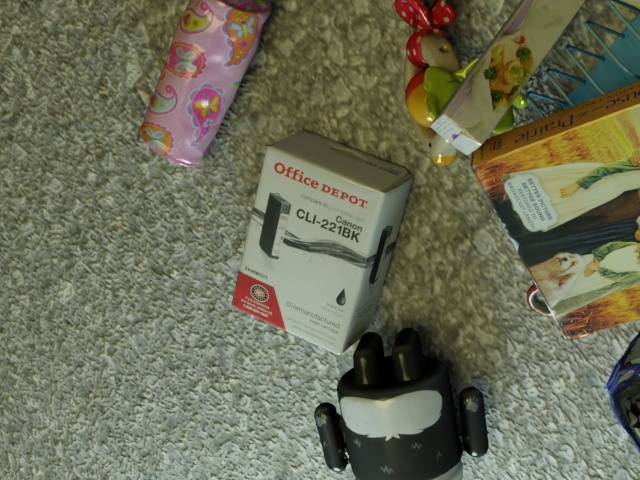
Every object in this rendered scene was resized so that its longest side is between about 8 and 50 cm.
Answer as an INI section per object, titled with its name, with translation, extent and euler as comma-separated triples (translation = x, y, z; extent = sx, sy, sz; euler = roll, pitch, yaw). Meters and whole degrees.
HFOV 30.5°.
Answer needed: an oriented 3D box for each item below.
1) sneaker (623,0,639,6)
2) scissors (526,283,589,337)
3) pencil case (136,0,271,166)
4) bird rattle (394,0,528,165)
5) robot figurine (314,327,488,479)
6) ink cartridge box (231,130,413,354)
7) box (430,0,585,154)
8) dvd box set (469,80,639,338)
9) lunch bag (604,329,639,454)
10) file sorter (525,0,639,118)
[sneaker]
translation = 0.509, -0.306, 1.386
extent = 0.321, 0.126, 0.128
euler = 23, 117, 18
[scissors]
translation = 0.350, 0.021, 1.567
extent = 0.109, 0.021, 0.297
euler = 27, 139, 17
[pencil case]
translation = -0.176, -0.251, 1.757
extent = 0.124, 0.124, 0.284
euler = 33, 119, 14
[bird rattle]
translation = 0.148, -0.217, 1.578
extent = 0.254, 0.143, 0.207
euler = 59, 155, 31
[robot figurine]
translation = 0.119, 0.274, 1.747
extent = 0.209, 0.173, 0.278
euler = 5, 110, 50
[ink cartridge box]
translation = 0.000, 0.000, 1.748
extent = 0.197, 0.114, 0.273
euler = 23, 114, 19
[box]
translation = 0.255, -0.251, 1.451
extent = 0.063, 0.067, 0.324
euler = 37, 78, -4
[dvd box set]
translation = 0.437, -0.057, 1.431
extent = 0.420, 0.062, 0.308
euler = -19, 120, 25
[lunch bag]
translation = 0.548, 0.221, 1.419
extent = 0.385, 0.328, 0.239
euler = 33, 113, 16
[file sorter]
translation = 0.362, -0.204, 1.480
extent = 0.170, 0.104, 0.118
euler = -52, 49, 29
